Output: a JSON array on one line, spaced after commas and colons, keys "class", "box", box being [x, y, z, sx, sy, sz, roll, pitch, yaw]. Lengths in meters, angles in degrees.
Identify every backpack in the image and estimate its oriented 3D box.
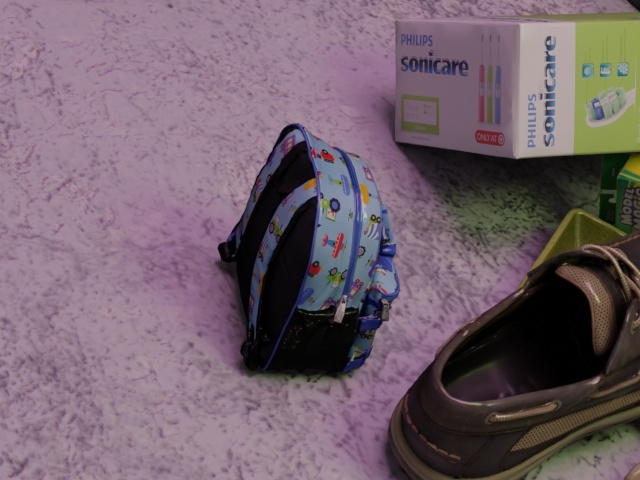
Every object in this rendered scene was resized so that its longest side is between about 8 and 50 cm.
[{"class": "backpack", "box": [0.000, 0.000, 1.542, 0.116, 0.173, 0.158, 5, 41, -18]}]

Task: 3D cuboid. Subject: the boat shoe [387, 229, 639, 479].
[{"class": "boat shoe", "box": [0.211, 0.075, 1.524, 0.355, 0.130, 0.132, -34, 68, -27]}]

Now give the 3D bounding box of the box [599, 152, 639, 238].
[{"class": "box", "box": [0.326, -0.012, 1.725, 0.179, 0.105, 0.043, 17, 46, 24]}]

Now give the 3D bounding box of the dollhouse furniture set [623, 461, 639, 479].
[{"class": "dollhouse furniture set", "box": [0.390, 0.142, 1.471, 0.301, 0.151, 0.197, -34, 50, -17]}]

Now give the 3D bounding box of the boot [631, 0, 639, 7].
[{"class": "boot", "box": [0.499, -0.353, 1.947, 0.146, 0.445, 0.367, -25, 57, -41]}]

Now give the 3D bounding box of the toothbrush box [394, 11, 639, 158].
[{"class": "toothbrush box", "box": [0.238, -0.145, 1.782, 0.283, 0.122, 0.206, -3, 8, -29]}]

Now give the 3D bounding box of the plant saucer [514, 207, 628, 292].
[{"class": "plant saucer", "box": [0.260, 0.075, 1.671, 0.188, 0.045, 0.188, 29, 40, 10]}]
